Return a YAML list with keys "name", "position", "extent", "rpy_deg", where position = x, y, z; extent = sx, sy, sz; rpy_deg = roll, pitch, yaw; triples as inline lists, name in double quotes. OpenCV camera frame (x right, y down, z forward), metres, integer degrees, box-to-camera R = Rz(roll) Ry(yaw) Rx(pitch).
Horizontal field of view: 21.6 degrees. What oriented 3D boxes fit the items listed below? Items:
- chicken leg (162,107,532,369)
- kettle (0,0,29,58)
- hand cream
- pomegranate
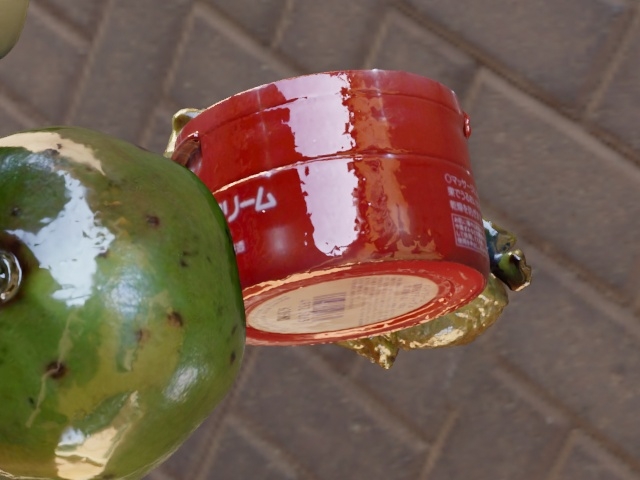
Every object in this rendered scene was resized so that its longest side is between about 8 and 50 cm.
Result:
- name: "chicken leg"
  position: [0.001, 0.005, 1.554]
  extent: [0.140, 0.361, 0.211]
  rpy_deg: [-89, 24, -50]
- name: "kettle"
  position: [-0.361, -0.141, 0.734]
  extent: [0.361, 0.377, 0.250]
  rpy_deg: [-12, 98, 64]
- name: "hand cream"
  position: [0.006, -0.015, 1.051]
  extent: [0.193, 0.193, 0.125]
  rpy_deg: [-28, 64, 42]
- name: "pomegranate"
  position: [-0.121, 0.042, 0.845]
  extent: [0.187, 0.225, 0.187]
  rpy_deg: [-2, 74, 8]
